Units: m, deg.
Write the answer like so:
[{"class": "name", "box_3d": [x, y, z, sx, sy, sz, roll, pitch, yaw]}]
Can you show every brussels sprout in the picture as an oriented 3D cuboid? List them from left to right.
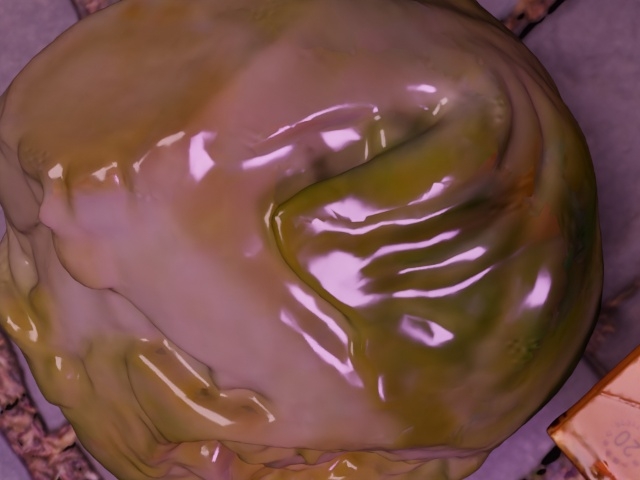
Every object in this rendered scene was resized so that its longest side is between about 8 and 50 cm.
[{"class": "brussels sprout", "box_3d": [0.000, 0.000, 0.791, 0.268, 0.344, 0.344, 18, 98, 43]}]

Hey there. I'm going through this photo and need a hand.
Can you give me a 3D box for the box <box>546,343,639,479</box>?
[{"class": "box", "box_3d": [0.236, 0.037, 0.795, 0.070, 0.152, 0.237, 47, 105, 14]}]
